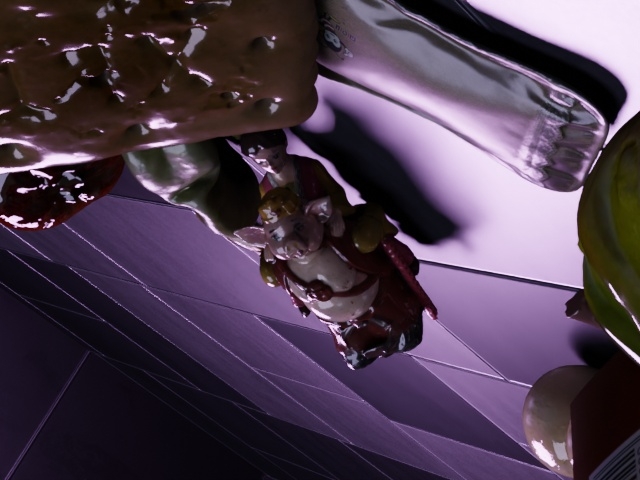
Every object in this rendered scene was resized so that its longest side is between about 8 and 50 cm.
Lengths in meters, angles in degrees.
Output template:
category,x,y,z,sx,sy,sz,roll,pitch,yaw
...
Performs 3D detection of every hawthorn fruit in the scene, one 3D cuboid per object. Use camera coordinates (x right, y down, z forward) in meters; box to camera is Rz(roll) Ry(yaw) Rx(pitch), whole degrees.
category,x,y,z,sx,sy,sz,roll,pitch,yaw
hawthorn fruit,-0.252,-0.107,1.383,0.188,0.169,0.169,55,-178,35

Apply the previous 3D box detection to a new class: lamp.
category,x,y,z,sx,sy,sz,roll,pitch,yaw
lamp,0.000,0.000,1.339,0.118,0.118,0.253,18,153,43

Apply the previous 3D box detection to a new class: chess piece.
category,x,y,z,sx,sy,sz,roll,pitch,yaw
chess piece,0.273,0.178,1.361,0.142,0.143,0.261,40,168,-30

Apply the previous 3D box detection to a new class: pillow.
category,x,y,z,sx,sy,sz,roll,pitch,yaw
pillow,0.074,-0.101,0.992,0.217,0.033,0.130,30,159,8

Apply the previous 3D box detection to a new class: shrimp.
category,x,y,z,sx,sy,sz,roll,pitch,yaw
shrimp,-0.082,-0.005,1.678,0.108,0.023,0.059,30,175,4

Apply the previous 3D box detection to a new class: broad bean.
category,x,y,z,sx,sy,sz,roll,pitch,yaw
broad bean,-0.114,-0.077,1.349,0.153,0.072,0.207,66,-174,20

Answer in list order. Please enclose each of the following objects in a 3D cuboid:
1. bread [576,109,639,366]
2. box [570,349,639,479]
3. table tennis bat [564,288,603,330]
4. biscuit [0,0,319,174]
category,x,y,z,sx,sy,sz,roll,pitch,yaw
bread,0.210,0.015,0.873,0.156,0.158,0.261,24,162,40
box,0.349,0.271,1.034,0.385,0.344,0.122,30,125,-15
table tennis bat,0.250,0.039,1.166,0.170,0.119,0.107,24,131,-18
biscuit,-0.161,-0.109,0.969,0.324,0.044,0.217,-9,147,-3
